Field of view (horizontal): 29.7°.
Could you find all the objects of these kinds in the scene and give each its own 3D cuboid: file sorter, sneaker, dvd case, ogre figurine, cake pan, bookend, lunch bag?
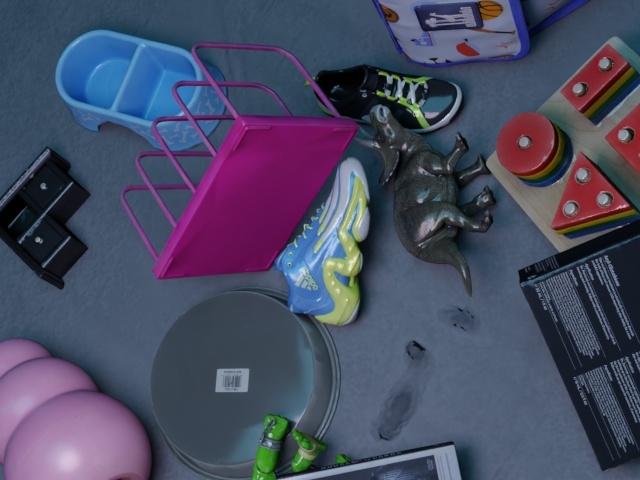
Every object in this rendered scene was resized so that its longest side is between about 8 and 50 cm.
[{"bbox_3d":[-0.130,-0.113,1.698,0.182,0.202,0.291,56,130,29],"label":"file sorter"},{"bbox_3d":[0.000,0.000,1.696,0.126,0.091,0.240,3,92,-8],"label":"sneaker"},{"bbox_3d":[0.074,0.372,1.568,0.238,0.029,0.179,-11,88,-1],"label":"dvd case"},{"bbox_3d":[0.090,-0.212,1.780,0.234,0.097,0.084,3,74,19],"label":"sneaker"},{"bbox_3d":[-0.013,0.333,1.633,0.118,0.197,0.097,-56,21,6],"label":"ogre figurine"},{"bbox_3d":[-0.119,0.202,1.734,0.293,0.054,0.293,-5,71,16],"label":"cake pan"},{"bbox_3d":[-0.421,-0.035,1.902,0.157,0.072,0.156,41,88,25],"label":"bookend"},{"bbox_3d":[0.243,-0.422,1.678,0.385,0.328,0.239,-31,64,4],"label":"lunch bag"}]

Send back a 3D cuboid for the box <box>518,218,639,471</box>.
[{"bbox_3d":[0.383,0.127,1.510,0.184,0.103,0.261,-23,95,12],"label":"box"}]

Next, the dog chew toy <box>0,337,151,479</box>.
[{"bbox_3d":[-0.388,0.264,1.731,0.206,0.206,0.332,-47,56,-1],"label":"dog chew toy"}]

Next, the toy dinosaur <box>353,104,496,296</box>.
[{"bbox_3d":[0.160,-0.051,1.712,0.160,0.121,0.314,-23,71,23],"label":"toy dinosaur"}]

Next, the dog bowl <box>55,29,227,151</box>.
[{"bbox_3d":[-0.296,-0.248,1.933,0.297,0.074,0.166,17,78,23],"label":"dog bowl"}]

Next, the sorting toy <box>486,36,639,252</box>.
[{"bbox_3d":[0.368,-0.117,1.609,0.255,0.089,0.257,-45,54,15],"label":"sorting toy"}]
